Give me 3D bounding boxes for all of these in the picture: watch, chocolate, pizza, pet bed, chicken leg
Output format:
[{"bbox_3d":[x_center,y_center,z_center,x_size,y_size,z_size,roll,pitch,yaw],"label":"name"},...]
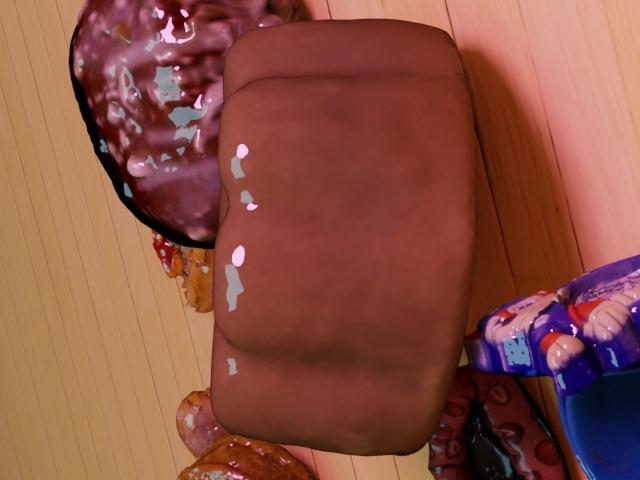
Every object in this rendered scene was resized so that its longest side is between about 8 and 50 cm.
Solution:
[{"bbox_3d":[0.239,0.116,0.966,0.200,0.171,0.196,65,167,-4],"label":"watch"},{"bbox_3d":[-0.110,-0.165,1.396,0.210,0.225,0.340,-19,89,55],"label":"chocolate"},{"bbox_3d":[-0.181,-0.079,1.721,0.288,0.074,0.251,57,145,28],"label":"pizza"},{"bbox_3d":[0.165,0.210,1.244,0.201,0.053,0.201,45,146,43],"label":"pet bed"},{"bbox_3d":[-0.110,0.277,1.759,0.207,0.101,0.085,60,160,-17],"label":"chicken leg"}]

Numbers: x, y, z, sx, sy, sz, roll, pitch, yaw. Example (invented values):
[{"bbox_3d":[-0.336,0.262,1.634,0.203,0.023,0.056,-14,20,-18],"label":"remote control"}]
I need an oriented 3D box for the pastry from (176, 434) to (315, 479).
[{"bbox_3d":[-0.087,0.329,1.653,0.188,0.103,0.189,16,125,24],"label":"pastry"}]

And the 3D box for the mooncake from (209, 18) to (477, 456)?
[{"bbox_3d":[0.000,0.000,1.152,0.378,0.200,0.378,-174,90,-83],"label":"mooncake"}]
